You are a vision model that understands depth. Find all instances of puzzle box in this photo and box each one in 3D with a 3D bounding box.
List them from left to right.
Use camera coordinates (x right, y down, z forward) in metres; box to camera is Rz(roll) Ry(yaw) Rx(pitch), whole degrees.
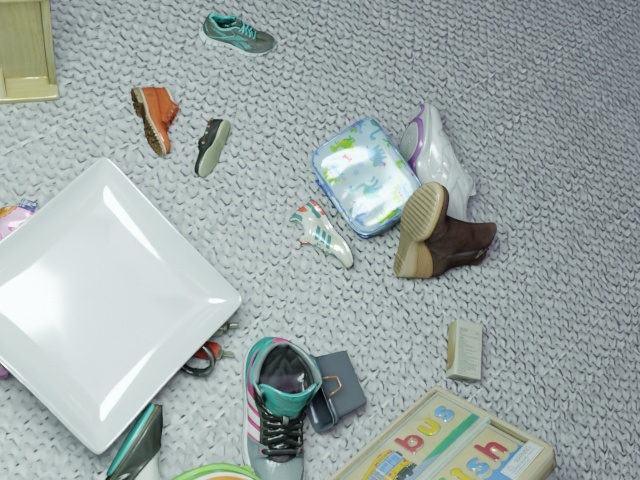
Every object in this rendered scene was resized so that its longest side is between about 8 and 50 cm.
[{"bbox_3d":[0.157,0.424,1.141,0.408,0.272,0.052,-34,121,-27],"label":"puzzle box"}]

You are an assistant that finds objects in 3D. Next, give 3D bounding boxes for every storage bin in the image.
[{"bbox_3d":[0.022,0.264,1.250,0.091,0.098,0.135,-14,73,-33],"label":"storage bin"}]

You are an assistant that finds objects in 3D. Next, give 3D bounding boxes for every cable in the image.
[{"bbox_3d":[-0.288,0.166,1.225,0.287,0.072,0.140,4,84,-3],"label":"cable"}]

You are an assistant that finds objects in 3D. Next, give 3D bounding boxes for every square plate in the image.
[{"bbox_3d":[-0.355,0.096,1.111,0.344,0.049,0.347,47,62,-9],"label":"square plate"}]

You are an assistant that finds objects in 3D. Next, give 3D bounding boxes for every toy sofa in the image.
[{"bbox_3d":[-0.546,-0.394,1.189,0.150,0.362,0.177,-9,76,-20],"label":"toy sofa"}]

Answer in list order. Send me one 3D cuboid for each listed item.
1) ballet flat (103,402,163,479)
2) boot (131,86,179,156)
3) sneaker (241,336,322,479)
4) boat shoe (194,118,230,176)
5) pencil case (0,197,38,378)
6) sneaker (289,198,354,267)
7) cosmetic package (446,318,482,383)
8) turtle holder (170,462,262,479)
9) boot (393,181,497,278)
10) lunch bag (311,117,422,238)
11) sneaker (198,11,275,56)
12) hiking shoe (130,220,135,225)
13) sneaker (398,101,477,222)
[{"bbox_3d":[-0.319,0.396,1.089,0.096,0.095,0.280,40,72,-9],"label":"ballet flat"},{"bbox_3d":[-0.315,-0.242,1.372,0.084,0.059,0.158,-13,72,-27],"label":"boot"},{"bbox_3d":[-0.062,0.295,1.156,0.123,0.178,0.296,-3,69,-19],"label":"sneaker"},{"bbox_3d":[-0.225,-0.187,1.386,0.042,0.049,0.133,13,69,19],"label":"boat shoe"},{"bbox_3d":[-0.519,0.079,1.134,0.124,0.124,0.284,17,62,-10],"label":"pencil case"},{"bbox_3d":[0.000,0.000,1.378,0.075,0.057,0.161,-34,82,-10],"label":"sneaker"},{"bbox_3d":[0.288,0.221,1.376,0.060,0.041,0.115,15,64,-11],"label":"cosmetic package"},{"bbox_3d":[-0.150,0.504,0.999,0.243,0.227,0.321,17,86,-23],"label":"turtle holder"},{"bbox_3d":[0.261,-0.027,1.367,0.206,0.249,0.090,-9,48,-23],"label":"boot"},{"bbox_3d":[0.093,-0.125,1.406,0.176,0.090,0.219,-34,78,3],"label":"lunch bag"},{"bbox_3d":[-0.177,-0.450,1.490,0.166,0.076,0.065,6,67,-15],"label":"sneaker"},{"bbox_3d":[-0.323,0.004,1.231,0.226,0.114,0.086,32,63,-3],"label":"hiking shoe"},{"bbox_3d":[0.256,-0.150,1.496,0.152,0.114,0.305,3,75,-24],"label":"sneaker"}]
